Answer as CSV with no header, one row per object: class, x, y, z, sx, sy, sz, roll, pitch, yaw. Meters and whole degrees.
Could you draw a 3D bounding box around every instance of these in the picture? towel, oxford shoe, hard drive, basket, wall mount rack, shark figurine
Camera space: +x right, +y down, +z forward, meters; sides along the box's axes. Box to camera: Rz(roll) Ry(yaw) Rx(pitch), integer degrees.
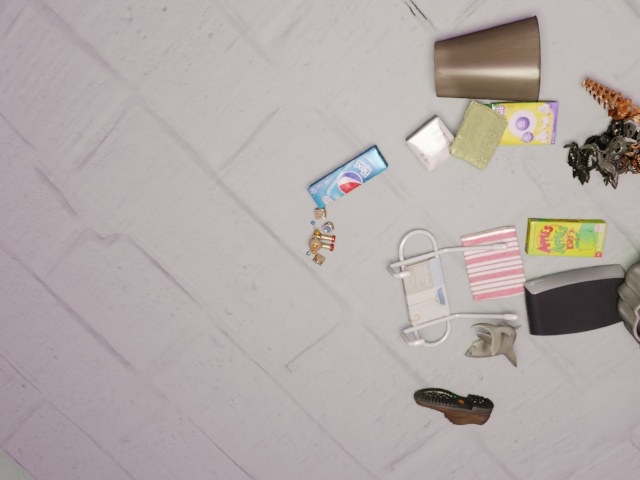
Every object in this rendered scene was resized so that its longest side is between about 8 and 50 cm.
towel,0.467,0.064,1.440,0.144,0.029,0.197,-12,104,15
oxford shoe,0.379,0.494,1.554,0.227,0.083,0.096,12,112,6
hard drive,0.677,0.164,1.408,0.255,0.054,0.172,-12,105,5
basket,0.383,-0.411,1.246,0.227,0.154,0.204,-1,74,15
wall mount rack,0.346,0.136,1.428,0.304,0.130,0.350,-16,106,-7
shark figurine,0.480,0.275,1.393,0.166,0.278,0.116,-18,66,1
towel,0.381,-0.252,1.286,0.110,0.027,0.148,25,88,-9

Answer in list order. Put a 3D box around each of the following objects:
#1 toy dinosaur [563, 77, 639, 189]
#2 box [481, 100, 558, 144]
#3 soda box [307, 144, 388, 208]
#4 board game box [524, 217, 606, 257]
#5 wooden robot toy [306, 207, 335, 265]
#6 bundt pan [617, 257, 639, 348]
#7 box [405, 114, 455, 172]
toy dinosaur,0.714,-0.236,1.272,0.218,0.164,0.322,-38,79,3
box,0.486,-0.290,1.322,0.179,0.043,0.105,1,106,11
soda box,0.072,-0.167,1.408,0.210,0.071,0.067,-31,99,16
board game box,0.631,-0.007,1.382,0.181,0.043,0.092,2,107,8
wooden robot toy,0.000,0.000,1.466,0.076,0.079,0.173,11,108,6
bundt pan,0.879,0.124,1.308,0.331,0.124,0.331,-4,117,-9
box,0.282,-0.244,1.343,0.102,0.087,0.101,-37,99,18
